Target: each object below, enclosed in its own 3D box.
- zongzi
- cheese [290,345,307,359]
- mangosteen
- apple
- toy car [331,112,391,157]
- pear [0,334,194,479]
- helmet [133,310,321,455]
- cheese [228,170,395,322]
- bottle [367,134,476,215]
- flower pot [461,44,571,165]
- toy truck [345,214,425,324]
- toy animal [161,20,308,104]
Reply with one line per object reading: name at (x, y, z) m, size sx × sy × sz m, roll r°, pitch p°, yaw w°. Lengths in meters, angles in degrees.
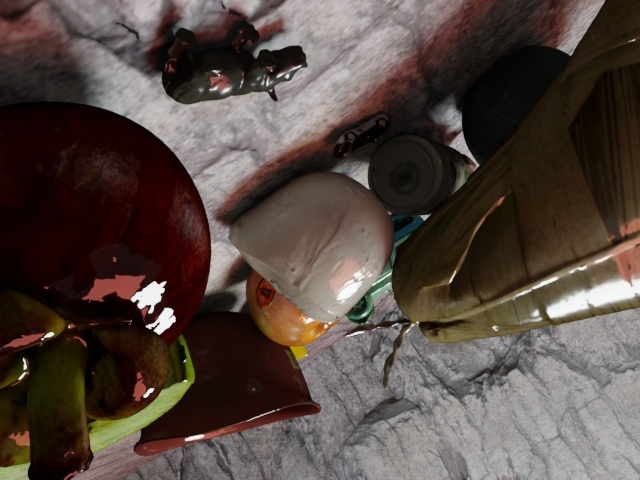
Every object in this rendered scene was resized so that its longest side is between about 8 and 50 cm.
zongzi at (0.206, -0.087, 0.746) m, size 0.499 × 0.467 × 0.218 m, roll -17°, pitch -153°, yaw 21°
cheese at (-0.130, 0.276, 1.692) m, size 0.093 × 0.126 × 0.171 m, roll -21°, pitch -178°, yaw -32°
mangosteen at (-0.180, 0.035, 0.417) m, size 0.215 × 0.258 × 0.215 m, roll -6°, pitch 148°, yaw -4°
apple at (-0.029, 0.085, 1.068) m, size 0.209 × 0.164 × 0.209 m, roll -31°, pitch 164°, yaw -10°
toy car at (0.050, -0.134, 0.783) m, size 0.093 × 0.025 × 0.041 m, roll -28°, pitch 164°, yaw -27°
pear at (-0.315, 0.174, 0.753) m, size 0.286 × 0.176 × 0.282 m, roll -21°, pitch 162°, yaw -21°
helmet at (-0.187, 0.245, 1.133) m, size 0.337 × 0.230 × 0.385 m, roll -14°, pitch 161°, yaw 0°
cheese at (0.000, 0.000, 0.821) m, size 0.189 × 0.198 × 0.154 m, roll -46°, pitch -166°, yaw 6°
bottle at (0.177, -0.099, 0.979) m, size 0.120 × 0.120 × 0.253 m, roll -39°, pitch 165°, yaw 26°
flower pot at (0.306, -0.177, 0.903) m, size 0.189 × 0.157 × 0.243 m, roll -33°, pitch 159°, yaw 11°
toy truck at (0.129, 0.064, 1.332) m, size 0.278 × 0.156 × 0.155 m, roll -31°, pitch 165°, yaw 0°
toy animal at (-0.064, -0.140, 0.498) m, size 0.135 × 0.047 × 0.065 m, roll -22°, pitch 168°, yaw -39°
